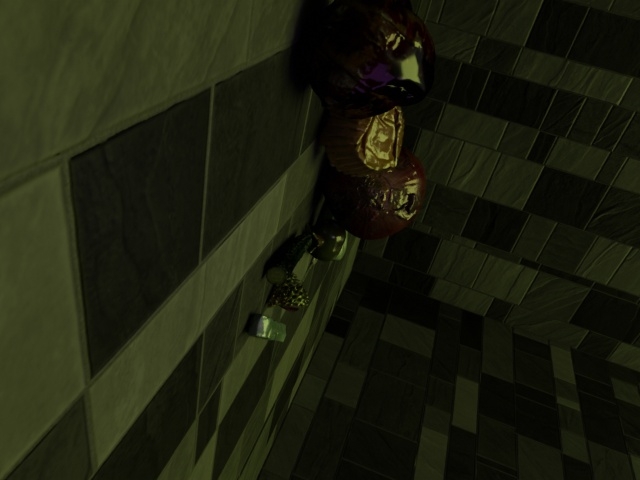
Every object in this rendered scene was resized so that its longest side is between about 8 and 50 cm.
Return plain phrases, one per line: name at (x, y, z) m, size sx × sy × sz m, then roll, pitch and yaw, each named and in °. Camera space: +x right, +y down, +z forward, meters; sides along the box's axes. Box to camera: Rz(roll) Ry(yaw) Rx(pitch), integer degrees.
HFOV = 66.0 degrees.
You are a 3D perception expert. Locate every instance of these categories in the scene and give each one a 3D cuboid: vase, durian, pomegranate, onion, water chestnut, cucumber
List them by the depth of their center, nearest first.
water chestnut at (0.094, -0.382, 0.992) m, size 0.289 × 0.289 × 0.244 m, roll 58°, pitch 20°, yaw -79°
cucumber at (-0.081, 0.038, 1.400) m, size 0.293 × 0.067 × 0.068 m, roll -57°, pitch 164°, yaw -64°
durian at (-0.081, 0.155, 1.511) m, size 0.186 × 0.108 × 0.119 m, roll -5°, pitch 115°, yaw -81°
onion at (0.174, -0.180, 1.619) m, size 0.353 × 0.353 × 0.354 m, roll 19°, pitch 90°, yaw -82°
pomegranate at (0.000, 0.000, 1.684) m, size 0.191 × 0.131 × 0.152 m, roll -10°, pitch 128°, yaw -55°
vase at (0.046, -0.051, 1.848) m, size 0.128 × 0.128 × 0.248 m, roll 43°, pitch 57°, yaw -81°

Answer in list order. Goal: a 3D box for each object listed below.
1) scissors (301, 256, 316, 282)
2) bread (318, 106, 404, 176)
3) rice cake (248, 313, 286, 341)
scissors at (-0.039, 0.101, 2.003) m, size 0.100 × 0.015 × 0.189 m, roll 97°, pitch 17°, yaw -50°
bread at (0.133, -0.313, 1.388) m, size 0.149 × 0.274 × 0.274 m, roll 11°, pitch -102°, yaw 54°
rice cake at (-0.154, 0.258, 1.443) m, size 0.336 × 0.063 × 0.066 m, roll 66°, pitch 36°, yaw -76°
